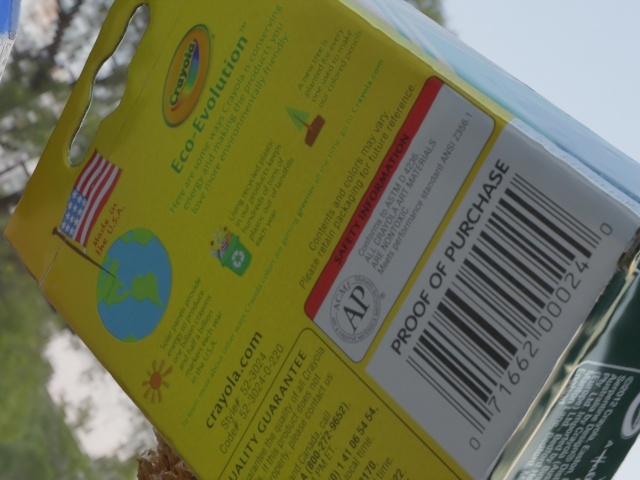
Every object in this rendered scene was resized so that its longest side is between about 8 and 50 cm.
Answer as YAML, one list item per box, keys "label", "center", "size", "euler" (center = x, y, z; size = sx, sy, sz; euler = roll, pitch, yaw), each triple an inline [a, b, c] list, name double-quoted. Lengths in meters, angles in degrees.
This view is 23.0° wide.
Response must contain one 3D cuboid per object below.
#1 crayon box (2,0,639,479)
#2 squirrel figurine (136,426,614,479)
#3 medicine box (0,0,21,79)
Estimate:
- label: "crayon box"
  center: [0.000, 0.000, 0.664]
  size: [0.081, 0.202, 0.318]
  euler: [12, 23, -46]
- label: "squirrel figurine"
  center: [0.054, 0.248, 1.042]
  size: [0.397, 0.281, 0.370]
  euler: [18, -32, -4]
- label: "medicine box"
  center: [-0.320, -0.219, 0.911]
  size: [0.149, 0.289, 0.263]
  euler: [133, -39, -61]
